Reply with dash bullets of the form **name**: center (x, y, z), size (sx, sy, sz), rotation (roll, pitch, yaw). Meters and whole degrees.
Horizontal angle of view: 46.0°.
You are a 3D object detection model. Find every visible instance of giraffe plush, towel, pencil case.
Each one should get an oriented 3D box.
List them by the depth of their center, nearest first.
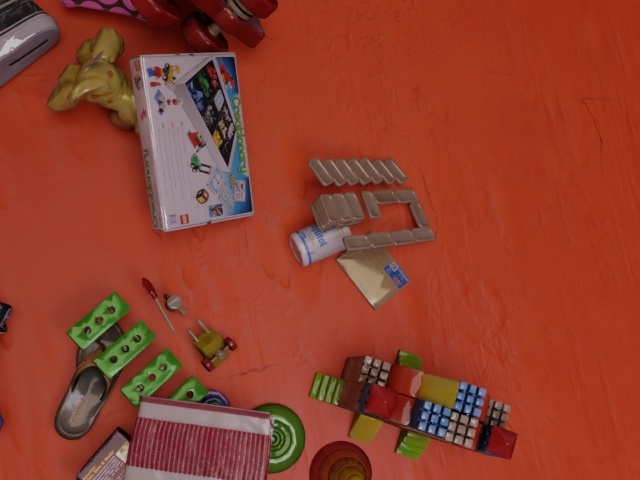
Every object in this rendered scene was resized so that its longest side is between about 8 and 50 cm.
- **towel**: center (-0.213, 0.433, 1.231), size (0.237, 0.037, 0.328), rotation (7, 72, 3)
- **giraffe plush**: center (-0.369, -0.272, 1.383), size (0.170, 0.210, 0.181), rotation (36, 79, -33)
- **pencil case**: center (-0.395, -0.474, 1.442), size (0.210, 0.095, 0.098), rotation (9, 100, -8)

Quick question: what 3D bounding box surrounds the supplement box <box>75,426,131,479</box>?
- **supplement box**: center (-0.315, 0.424, 1.306), size (0.188, 0.081, 0.104), rotation (41, 75, -3)

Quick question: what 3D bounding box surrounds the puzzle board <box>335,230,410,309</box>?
- **puzzle board**: center (0.104, 0.060, 1.493), size (0.096, 0.011, 0.128), rotation (-38, 90, -16)

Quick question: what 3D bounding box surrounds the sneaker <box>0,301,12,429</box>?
- **sneaker**: center (-0.586, 0.166, 1.266), size (0.147, 0.130, 0.329), rotation (-17, 94, -22)

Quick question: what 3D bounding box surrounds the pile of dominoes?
- **pile of dominoes**: center (0.092, -0.069, 1.465), size (0.251, 0.040, 0.195), rotation (-6, 67, -39)

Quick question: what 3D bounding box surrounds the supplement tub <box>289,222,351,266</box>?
- **supplement tub**: center (0.000, 0.000, 1.450), size (0.107, 0.071, 0.071), rotation (-24, 86, -14)

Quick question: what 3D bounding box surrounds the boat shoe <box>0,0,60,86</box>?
- **boat shoe**: center (-0.639, -0.330, 1.362), size (0.119, 0.121, 0.335), rotation (46, 64, 7)

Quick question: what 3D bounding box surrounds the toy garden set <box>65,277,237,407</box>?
- **toy garden set**: center (-0.290, 0.187, 1.343), size (0.204, 0.049, 0.244), rotation (-43, 94, -23)

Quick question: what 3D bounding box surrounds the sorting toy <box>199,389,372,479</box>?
- **sorting toy**: center (-0.058, 0.370, 1.347), size (0.366, 0.126, 0.127), rotation (29, 76, -6)

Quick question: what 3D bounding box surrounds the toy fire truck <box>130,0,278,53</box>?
- **toy fire truck**: center (-0.227, -0.498, 1.402), size (0.169, 0.302, 0.253), rotation (-35, 53, 23)

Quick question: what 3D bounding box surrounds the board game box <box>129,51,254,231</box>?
- **board game box**: center (-0.227, -0.181, 1.364), size (0.193, 0.053, 0.305), rotation (-12, 101, -38)

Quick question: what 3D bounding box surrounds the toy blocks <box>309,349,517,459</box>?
- **toy blocks**: center (0.195, 0.297, 1.342), size (0.382, 0.261, 0.190), rotation (20, 77, -8)

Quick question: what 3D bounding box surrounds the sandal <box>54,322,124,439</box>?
- **sandal**: center (-0.406, 0.241, 1.326), size (0.090, 0.060, 0.219), rotation (24, 71, -7)
